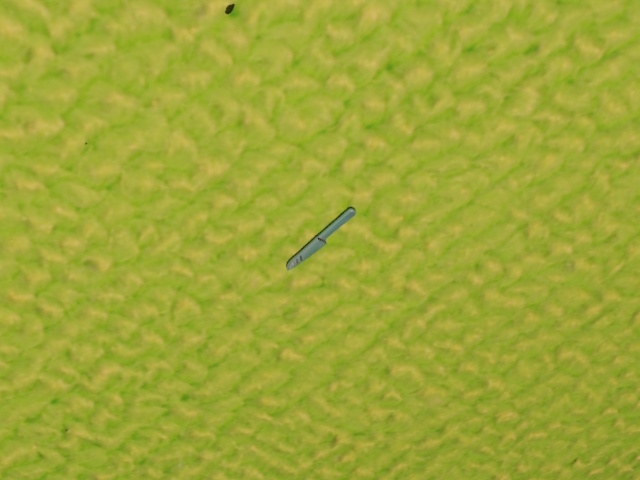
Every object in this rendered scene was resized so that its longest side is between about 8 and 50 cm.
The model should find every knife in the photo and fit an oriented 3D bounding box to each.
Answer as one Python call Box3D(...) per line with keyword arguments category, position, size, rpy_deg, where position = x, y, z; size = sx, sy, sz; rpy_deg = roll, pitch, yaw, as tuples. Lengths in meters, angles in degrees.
Box3D(category="knife", position=(0.000, 0.000, 1.080), size=(0.091, 0.005, 0.014), rpy_deg=(-40, 131, 22))
